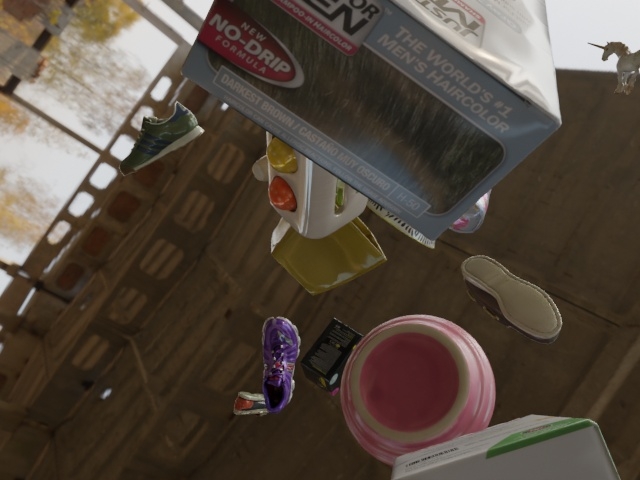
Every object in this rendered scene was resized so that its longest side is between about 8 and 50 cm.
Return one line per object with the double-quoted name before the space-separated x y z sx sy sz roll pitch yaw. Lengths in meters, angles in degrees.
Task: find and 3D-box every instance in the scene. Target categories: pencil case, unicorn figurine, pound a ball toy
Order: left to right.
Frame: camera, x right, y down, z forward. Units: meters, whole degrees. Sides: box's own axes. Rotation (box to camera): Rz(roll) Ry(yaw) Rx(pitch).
"pound a ball toy" -0.040 -0.145 0.856 0.136 0.319 0.208 -31 -120 -25
"pencil case" 0.407 -0.135 1.647 0.114 0.124 0.273 -15 -152 32
"unicorn figurine" 0.617 -0.352 1.209 0.162 0.060 0.111 -164 -105 -65

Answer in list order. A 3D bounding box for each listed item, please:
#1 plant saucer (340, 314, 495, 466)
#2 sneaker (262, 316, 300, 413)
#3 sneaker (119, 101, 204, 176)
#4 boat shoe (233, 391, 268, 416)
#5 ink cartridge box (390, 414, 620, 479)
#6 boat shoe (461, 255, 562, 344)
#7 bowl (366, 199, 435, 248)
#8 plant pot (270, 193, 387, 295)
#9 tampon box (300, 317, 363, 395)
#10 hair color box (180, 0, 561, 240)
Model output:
"plant saucer" 0.194 0.305 1.268 0.332 0.084 0.331 -10 -121 17
"sneaker" -0.071 0.217 1.038 0.071 0.068 0.169 -60 149 -83
"sneaker" -0.334 -0.208 1.202 0.192 0.086 0.064 -26 -158 11
"boat shoe" -0.130 0.348 1.266 0.049 0.137 0.043 13 -99 37
"ink cartridge box" 0.191 0.280 0.670 0.202 0.278 0.117 -18 -107 2
"boat shoe" 0.464 0.155 1.475 0.117 0.096 0.324 -27 -144 -13
"bowl" 0.173 -0.064 1.174 0.080 0.170 0.170 -57 -149 11
"plant pot" 0.000 0.000 1.396 0.187 0.212 0.212 -42 -163 8
"tampon box" 0.037 0.324 1.665 0.102 0.120 0.161 29 -114 25
"hair color box" 0.064 -0.193 0.457 0.113 0.185 0.374 -48 -166 40
